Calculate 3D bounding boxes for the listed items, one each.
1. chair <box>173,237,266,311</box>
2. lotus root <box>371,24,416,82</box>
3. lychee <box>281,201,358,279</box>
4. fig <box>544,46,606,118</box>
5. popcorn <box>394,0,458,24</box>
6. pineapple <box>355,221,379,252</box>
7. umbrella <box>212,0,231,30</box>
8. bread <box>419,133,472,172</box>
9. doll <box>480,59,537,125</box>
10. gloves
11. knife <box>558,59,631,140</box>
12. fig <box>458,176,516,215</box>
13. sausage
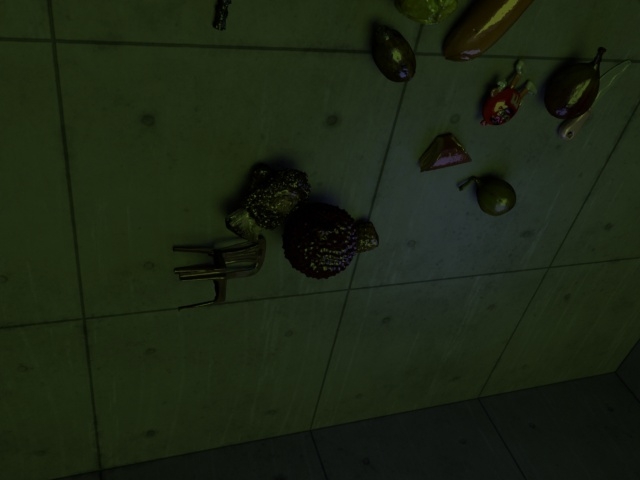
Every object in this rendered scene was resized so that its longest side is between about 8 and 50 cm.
[{"bbox_3d":[-0.325,0.107,2.056,0.327,0.183,0.175,-6,133,-18],"label":"chair"},{"bbox_3d":[0.208,-0.532,1.748,0.120,0.120,0.209,-36,137,10],"label":"lotus root"},{"bbox_3d":[0.000,0.000,2.030,0.264,0.264,0.300,-21,170,-4],"label":"lychee"},{"bbox_3d":[0.855,-0.526,2.005,0.170,0.145,0.274,-6,147,-20],"label":"fig"},{"bbox_3d":[0.277,-0.674,1.598,0.184,0.204,0.221,-31,150,6],"label":"popcorn"},{"bbox_3d":[0.096,0.018,2.217,0.237,0.111,0.119,-21,104,8],"label":"pineapple"},{"bbox_3d":[-0.245,-0.603,1.542,0.040,0.037,0.143,8,130,-13],"label":"umbrella"},{"bbox_3d":[0.433,-0.301,2.092,0.193,0.067,0.119,-16,135,-10],"label":"bread"},{"bbox_3d":[0.613,-0.465,2.013,0.217,0.085,0.183,-44,134,5],"label":"doll"},{"bbox_3d":[-0.168,-0.125,1.943,0.312,0.135,0.210,-36,135,10],"label":"gloves"},{"bbox_3d":[0.971,-0.508,2.173,0.081,0.043,0.335,22,113,-29],"label":"knife"},{"bbox_3d":[0.635,-0.179,2.270,0.148,0.186,0.142,-39,179,26],"label":"fig"},{"bbox_3d":[0.502,-0.654,1.774,0.134,0.116,0.354,11,129,-43],"label":"sausage"}]
